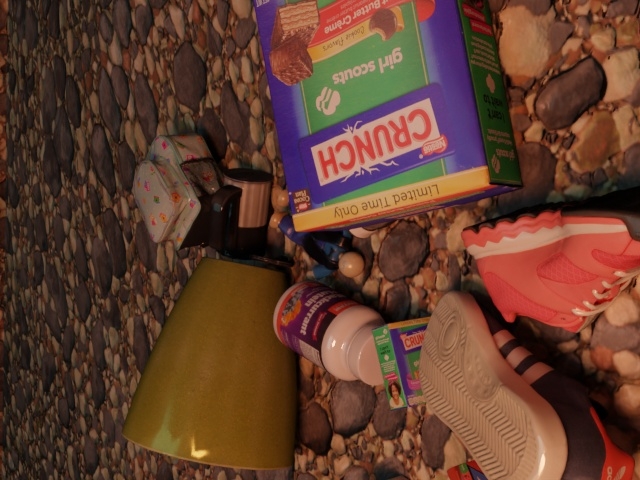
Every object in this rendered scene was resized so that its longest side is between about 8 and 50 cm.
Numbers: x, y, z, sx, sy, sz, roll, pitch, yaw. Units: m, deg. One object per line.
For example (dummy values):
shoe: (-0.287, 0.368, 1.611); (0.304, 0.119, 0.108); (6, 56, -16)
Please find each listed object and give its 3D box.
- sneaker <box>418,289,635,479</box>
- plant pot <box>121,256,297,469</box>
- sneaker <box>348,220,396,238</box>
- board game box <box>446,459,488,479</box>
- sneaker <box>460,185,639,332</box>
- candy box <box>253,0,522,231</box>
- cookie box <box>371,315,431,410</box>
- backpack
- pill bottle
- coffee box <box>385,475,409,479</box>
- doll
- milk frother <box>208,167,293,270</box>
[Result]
sneaker: (0.221, 0.174, 1.035); (0.350, 0.148, 0.131); (-114, 41, -62)
plant pot: (-0.149, 0.181, 1.476); (0.275, 0.275, 0.293); (6, 84, 55)
sneaker: (0.069, -0.124, 1.242); (0.106, 0.078, 0.234); (-12, 86, 49)
board game box: (0.246, 0.361, 0.996); (0.027, 0.145, 0.281); (-44, 60, 50)
sneaker: (0.277, 0.025, 0.954); (0.314, 0.116, 0.136); (-10, 97, 62)
candy box: (0.074, -0.186, 1.112); (0.268, 0.122, 0.317); (-13, 86, 33)
cookie box: (0.121, 0.155, 1.192); (0.040, 0.092, 0.107); (-27, 73, 51)
backpack: (-0.248, -0.094, 1.648); (0.166, 0.144, 0.188); (-57, 47, 50)
pill bottle: (0.027, 0.132, 1.310); (0.193, 0.108, 0.108); (23, 114, 51)
coffee box: (0.142, 0.426, 1.198); (0.246, 0.098, 0.141); (20, 112, 53)
doll: (0.000, 0.000, 1.382); (0.189, 0.046, 0.129); (37, 115, 39)
milk frother: (-0.100, -0.031, 1.497); (0.143, 0.129, 0.135); (11, 110, 10)
